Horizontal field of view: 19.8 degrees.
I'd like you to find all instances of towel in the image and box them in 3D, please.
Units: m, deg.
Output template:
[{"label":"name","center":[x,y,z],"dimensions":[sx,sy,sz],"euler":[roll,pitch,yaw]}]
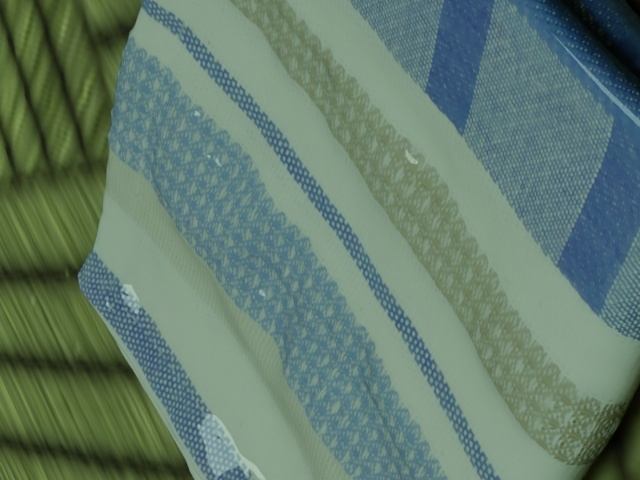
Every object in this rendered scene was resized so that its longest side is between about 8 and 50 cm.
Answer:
[{"label":"towel","center":[0.000,0.000,0.502],"dimensions":[0.209,0.034,0.285],"euler":[55,149,26]}]
